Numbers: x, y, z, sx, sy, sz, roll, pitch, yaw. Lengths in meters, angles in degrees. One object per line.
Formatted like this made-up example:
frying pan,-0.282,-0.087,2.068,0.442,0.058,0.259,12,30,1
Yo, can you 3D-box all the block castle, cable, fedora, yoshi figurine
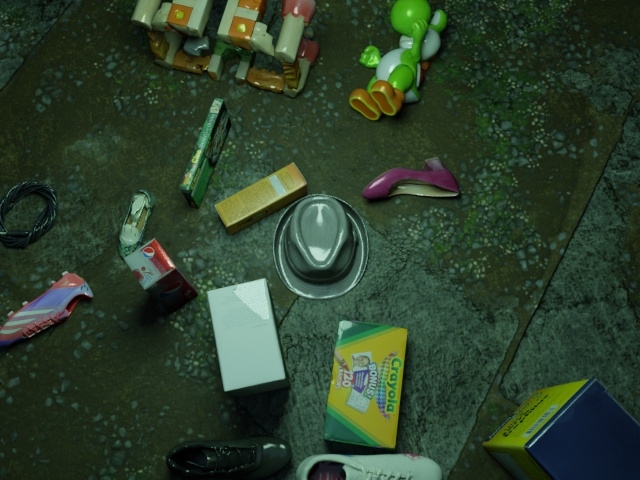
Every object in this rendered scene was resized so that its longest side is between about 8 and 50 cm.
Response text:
block castle,-0.236,-0.564,1.648,0.454,0.303,0.212,14,80,5
cable,-0.761,-0.071,1.630,0.184,0.047,0.150,-39,77,-11
fedora,0.000,0.000,1.562,0.244,0.124,0.275,4,73,2
yoshi figurine,0.207,-0.514,1.687,0.204,0.203,0.362,28,72,15

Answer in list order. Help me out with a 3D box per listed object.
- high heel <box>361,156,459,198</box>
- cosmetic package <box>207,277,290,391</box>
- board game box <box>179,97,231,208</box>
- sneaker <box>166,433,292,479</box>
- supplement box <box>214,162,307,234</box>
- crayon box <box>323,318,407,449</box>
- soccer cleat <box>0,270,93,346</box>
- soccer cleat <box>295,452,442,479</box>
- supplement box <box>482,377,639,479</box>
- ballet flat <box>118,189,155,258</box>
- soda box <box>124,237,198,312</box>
high heel,0.233,-0.129,1.624,0.244,0.082,0.117,-19,63,-18
cosmetic package,-0.160,0.231,1.440,0.138,0.224,0.224,-13,73,-4
board game box,-0.293,-0.223,1.627,0.030,0.136,0.259,17,73,4
sneaker,-0.207,0.492,1.410,0.287,0.130,0.108,-6,71,-3
supplement box,-0.151,-0.106,1.620,0.234,0.078,0.080,-31,75,-9
crayon box,0.106,0.336,1.480,0.166,0.081,0.278,8,73,3
soccer cleat,-0.674,0.181,1.537,0.248,0.083,0.095,-43,82,-14
soccer cleat,0.110,0.530,1.388,0.332,0.143,0.115,0,73,0
supplement box,0.507,0.433,1.303,0.195,0.356,0.194,-40,77,-11
ballet flat,-0.478,-0.046,1.611,0.070,0.070,0.188,11,74,4
soda box,-0.363,0.088,1.464,0.083,0.263,0.092,-36,76,-10
